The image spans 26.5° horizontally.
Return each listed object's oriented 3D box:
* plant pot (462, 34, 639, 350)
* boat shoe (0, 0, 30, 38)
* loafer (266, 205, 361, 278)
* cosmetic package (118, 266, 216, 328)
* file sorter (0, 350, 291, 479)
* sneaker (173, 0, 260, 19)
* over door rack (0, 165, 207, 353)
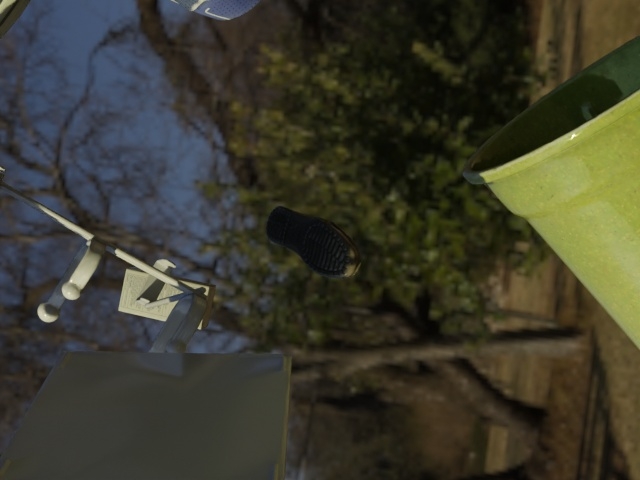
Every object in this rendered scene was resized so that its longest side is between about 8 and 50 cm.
[{"bbox_3d":[0.303,-0.029,1.144,0.254,0.276,0.276,56,-162,-7],"label":"plant pot"},{"bbox_3d":[-0.458,-0.152,1.293,0.500,0.186,0.156,-45,-29,25],"label":"boat shoe"},{"bbox_3d":[0.000,0.000,1.472,0.050,0.148,0.056,8,-72,-41],"label":"loafer"},{"bbox_3d":[-0.199,0.075,1.769,0.041,0.115,0.060,-11,-66,-81],"label":"cosmetic package"},{"bbox_3d":[-0.121,0.207,1.020,0.277,0.193,0.173,-90,0,-77],"label":"file sorter"},{"bbox_3d":[-0.161,-0.347,1.630,0.127,0.182,0.315,-47,-40,4],"label":"sneaker"},{"bbox_3d":[-0.250,0.028,1.353,0.108,0.240,0.324,-59,14,-3],"label":"over door rack"}]
